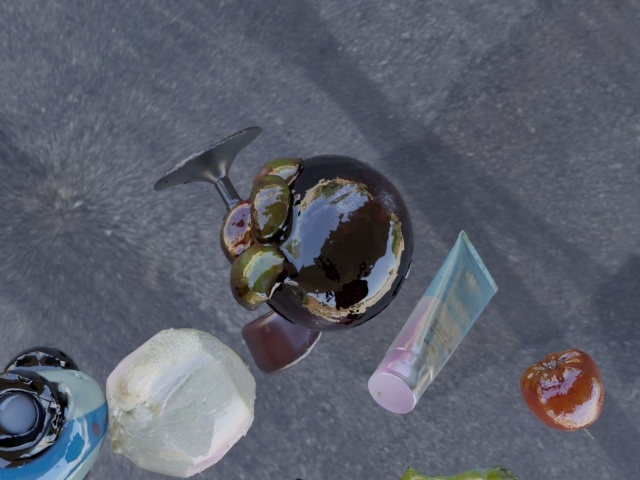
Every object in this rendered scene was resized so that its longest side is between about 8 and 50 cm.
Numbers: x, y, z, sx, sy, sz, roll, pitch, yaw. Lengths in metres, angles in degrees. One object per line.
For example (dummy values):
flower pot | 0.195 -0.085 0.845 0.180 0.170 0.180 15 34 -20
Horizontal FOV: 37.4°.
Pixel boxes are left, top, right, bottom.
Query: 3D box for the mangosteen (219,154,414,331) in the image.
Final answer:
mangosteen | 0.000 0.000 1.012 0.209 0.210 0.210 0 92 -15

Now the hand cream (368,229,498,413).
hand cream | 0.169 0.112 1.307 0.111 0.070 0.312 55 47 -15

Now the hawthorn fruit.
hawthorn fruit | 0.363 0.232 1.420 0.125 0.125 0.140 1 99 -15

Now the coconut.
coconut | -0.229 0.264 1.501 0.227 0.227 0.230 51 60 -11

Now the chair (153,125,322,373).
chair | -0.107 0.021 1.698 0.226 0.226 0.401 -29 89 -13

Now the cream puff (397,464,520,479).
cream puff | 0.142 0.297 0.837 0.281 0.282 0.185 3 99 -15

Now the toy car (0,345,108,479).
toy car | -0.324 0.211 0.896 0.255 0.188 0.190 -12 93 -8

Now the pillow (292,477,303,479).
pillow | -0.086 0.329 0.521 0.310 0.119 0.313 -10 84 -39
